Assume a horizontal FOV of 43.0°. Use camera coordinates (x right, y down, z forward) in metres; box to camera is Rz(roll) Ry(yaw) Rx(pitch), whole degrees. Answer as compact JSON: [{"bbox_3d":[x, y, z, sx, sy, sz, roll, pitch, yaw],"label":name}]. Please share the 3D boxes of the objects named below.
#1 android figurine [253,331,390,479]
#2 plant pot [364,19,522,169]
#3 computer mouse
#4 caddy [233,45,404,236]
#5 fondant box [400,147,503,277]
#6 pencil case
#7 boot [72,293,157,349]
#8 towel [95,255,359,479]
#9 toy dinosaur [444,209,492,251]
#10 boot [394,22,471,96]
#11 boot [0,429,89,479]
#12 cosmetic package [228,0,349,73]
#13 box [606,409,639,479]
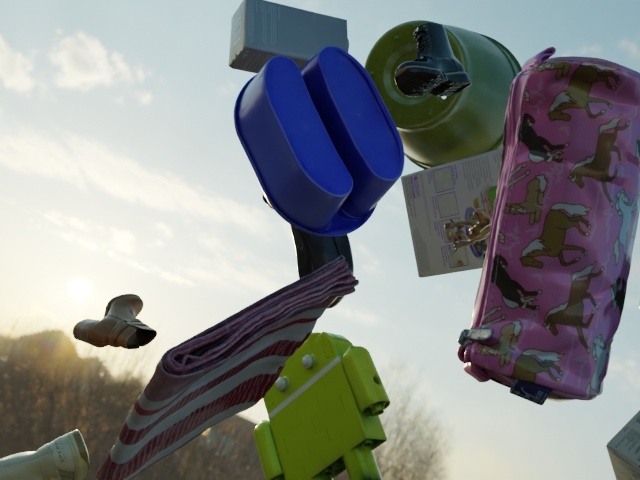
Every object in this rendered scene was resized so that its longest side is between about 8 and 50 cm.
[{"bbox_3d":[-0.004,0.243,1.150,0.056,0.273,0.248,16,-47,-42],"label":"android figurine"},{"bbox_3d":[0.269,-0.351,1.904,0.366,0.367,0.353,15,5,25],"label":"plant pot"},{"bbox_3d":[0.000,0.000,1.618,0.188,0.272,0.072,-14,-3,-43],"label":"computer mouse"},{"bbox_3d":[-0.008,-0.176,1.448,0.179,0.241,0.341,-41,-109,56],"label":"caddy"},{"bbox_3d":[0.343,-0.060,1.763,0.096,0.238,0.330,-7,-3,-43],"label":"fondant box"},{"bbox_3d":[0.269,-0.014,0.926,0.160,0.386,0.167,11,-1,39],"label":"pencil case"},{"bbox_3d":[-0.402,0.178,1.719,0.152,0.197,0.073,6,-65,30],"label":"boot"},{"bbox_3d":[-0.109,0.156,0.858,0.037,0.237,0.329,51,-41,15],"label":"towel"},{"bbox_3d":[0.252,-0.017,1.279,0.092,0.053,0.183,-13,-5,23],"label":"toy dinosaur"},{"bbox_3d":[0.179,-0.332,1.450,0.077,0.137,0.198,-26,-13,35],"label":"boot"},{"bbox_3d":[-0.515,0.438,1.400,0.095,0.203,0.262,58,-38,29],"label":"boot"},{"bbox_3d":[-0.064,-0.416,1.717,0.238,0.127,0.107,10,-20,-25],"label":"cosmetic package"},{"bbox_3d":[0.534,0.340,1.299,0.072,0.126,0.137,33,-22,49],"label":"box"}]
